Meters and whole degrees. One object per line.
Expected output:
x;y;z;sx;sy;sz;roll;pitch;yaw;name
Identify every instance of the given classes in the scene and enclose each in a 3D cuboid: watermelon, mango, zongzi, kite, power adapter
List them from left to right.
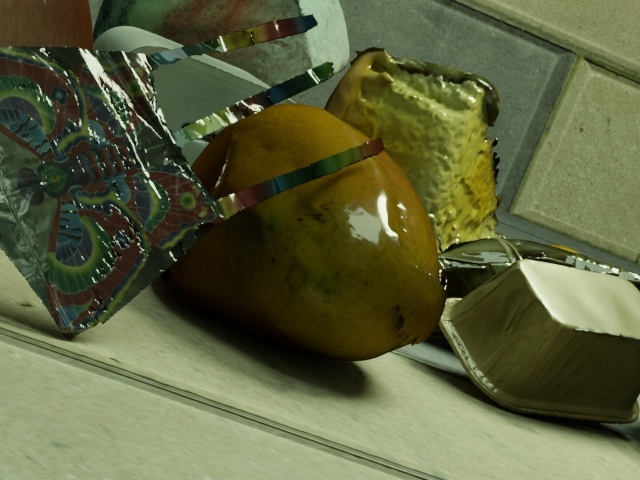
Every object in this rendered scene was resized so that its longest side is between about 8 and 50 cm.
-0.131;-0.117;1.644;0.187;0.124;0.255;22;7;-16;power adapter
-0.074;-0.054;0.946;0.015;0.152;0.285;-23;0;45;kite
-0.083;-0.237;1.835;0.258;0.387;0.228;33;16;-19;watermelon
0.000;0.000;1.089;0.166;0.136;0.236;27;12;-14;mango
0.173;0.034;1.402;0.184;0.084;0.187;-4;5;5;zongzi

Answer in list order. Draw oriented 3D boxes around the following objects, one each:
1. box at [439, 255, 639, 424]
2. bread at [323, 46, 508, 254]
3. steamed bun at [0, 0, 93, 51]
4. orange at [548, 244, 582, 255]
0.163;0.074;1.238;0.177;0.111;0.111;12;12;-41;box
0.084;-0.072;1.877;0.204;0.162;0.262;25;-36;33;bread
-0.310;-0.180;0.983;0.379;0.248;0.235;23;6;15;steamed bun
0.227;0.048;1.711;0.095;0.085;0.085;26;3;-44;orange
